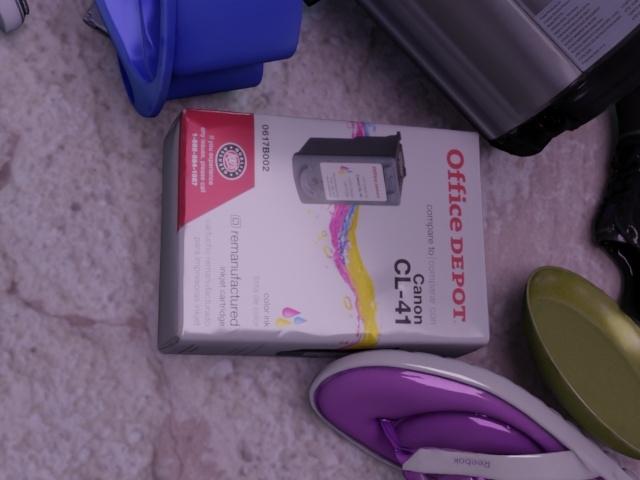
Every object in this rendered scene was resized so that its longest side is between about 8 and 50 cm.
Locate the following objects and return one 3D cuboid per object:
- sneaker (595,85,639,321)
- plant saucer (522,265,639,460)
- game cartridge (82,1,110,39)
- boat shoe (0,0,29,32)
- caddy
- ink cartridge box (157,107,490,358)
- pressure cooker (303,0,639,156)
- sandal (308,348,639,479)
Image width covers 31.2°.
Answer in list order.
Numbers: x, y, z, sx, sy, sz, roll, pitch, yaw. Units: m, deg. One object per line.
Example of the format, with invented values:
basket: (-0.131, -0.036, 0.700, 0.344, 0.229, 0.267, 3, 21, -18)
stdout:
sneaker: (0.358, -0.047, 1.257, 0.124, 0.107, 0.283, -13, 83, -16)
plant saucer: (0.288, 0.132, 1.175, 0.241, 0.037, 0.241, 31, 32, -22)
game cartridge: (-0.195, -0.226, 1.179, 0.083, 0.017, 0.056, 33, 75, -8)
boat shoe: (-0.327, -0.317, 1.132, 0.076, 0.080, 0.228, -23, 78, -18)
caddy: (-0.140, -0.286, 1.067, 0.179, 0.241, 0.341, -5, 85, -19)
ink cartridge box: (0.000, 0.000, 1.129, 0.306, 0.131, 0.226, 2, 78, -15)
pressure cooker: (0.187, -0.344, 1.125, 0.420, 0.375, 0.370, 45, 71, -5)
sandal: (0.179, 0.232, 1.103, 0.416, 0.169, 0.102, 28, 40, -10)
